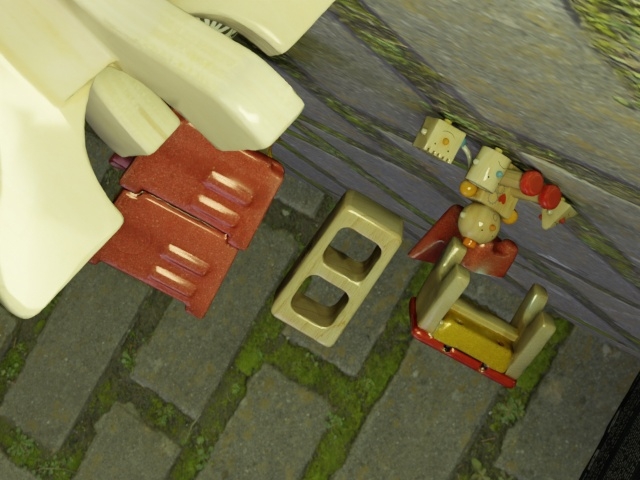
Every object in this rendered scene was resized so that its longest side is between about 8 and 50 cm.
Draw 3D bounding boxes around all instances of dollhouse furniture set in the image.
[{"bbox_3d":[0.000,0.000,1.267,0.374,0.152,0.201,29,-157,-11],"label":"dollhouse furniture set"}]

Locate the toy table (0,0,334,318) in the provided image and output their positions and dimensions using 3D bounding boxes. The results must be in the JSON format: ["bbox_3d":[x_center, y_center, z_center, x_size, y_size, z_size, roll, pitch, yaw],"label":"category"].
[{"bbox_3d":[-0.112,-0.105,0.707,0.161,0.252,0.274,46,178,-17],"label":"toy table"}]

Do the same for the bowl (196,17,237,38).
[{"bbox_3d":[-0.145,-0.179,1.174,0.170,0.080,0.170,23,175,2],"label":"bowl"}]

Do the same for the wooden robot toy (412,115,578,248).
[{"bbox_3d":[0.139,-0.030,1.200,0.173,0.079,0.076,30,179,-37],"label":"wooden robot toy"}]

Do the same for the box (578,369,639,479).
[{"bbox_3d":[0.414,0.236,0.913,0.480,0.297,0.472,29,177,8],"label":"box"}]
